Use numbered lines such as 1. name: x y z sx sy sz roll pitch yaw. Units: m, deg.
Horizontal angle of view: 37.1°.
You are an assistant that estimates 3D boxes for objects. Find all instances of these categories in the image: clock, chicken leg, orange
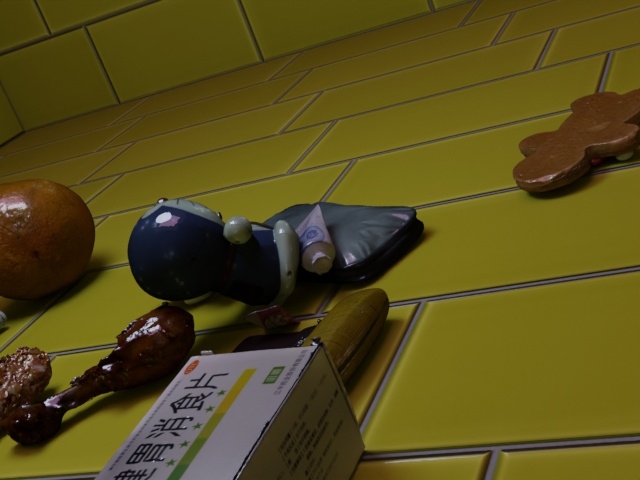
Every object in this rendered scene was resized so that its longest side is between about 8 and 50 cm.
1. clock: -0.157 0.020 1.390 0.243 0.146 0.199 9 -26 -19
2. chicken leg: -0.307 0.195 1.350 0.304 0.093 0.113 -33 5 -9
3. orange: -0.571 -0.007 1.874 0.264 0.264 0.264 -19 21 7

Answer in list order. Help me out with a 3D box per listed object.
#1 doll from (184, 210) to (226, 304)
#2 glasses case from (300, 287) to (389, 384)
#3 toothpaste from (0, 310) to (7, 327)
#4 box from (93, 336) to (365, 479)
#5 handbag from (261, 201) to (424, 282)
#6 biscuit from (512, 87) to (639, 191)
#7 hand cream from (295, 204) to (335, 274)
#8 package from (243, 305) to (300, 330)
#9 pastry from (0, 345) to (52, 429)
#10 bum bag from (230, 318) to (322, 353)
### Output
1. doll: -0.208 0.038 1.565 0.181 0.110 0.106 -40 48 35
2. glasses case: 0.021 0.132 1.192 0.079 0.064 0.234 -12 22 33
3. toothpaste: -0.681 0.209 1.692 0.048 0.075 0.301 19 36 27
4. box: -0.099 0.243 0.920 0.173 0.145 0.333 -8 25 27
5. handbag: -0.002 0.000 1.552 0.332 0.075 0.192 5 36 45
6. biscuit: 0.432 -0.160 1.553 0.216 0.047 0.340 -4 29 45
7. hand cream: -0.015 0.004 1.435 0.084 0.053 0.142 -47 32 11
8. package: -0.068 0.112 1.346 0.059 0.029 0.083 -16 -22 16
9. pastry: -0.470 0.229 1.416 0.169 0.087 0.063 -42 -5 -44
10. bum bag: -0.062 0.148 1.289 0.159 0.026 0.109 -10 21 31
